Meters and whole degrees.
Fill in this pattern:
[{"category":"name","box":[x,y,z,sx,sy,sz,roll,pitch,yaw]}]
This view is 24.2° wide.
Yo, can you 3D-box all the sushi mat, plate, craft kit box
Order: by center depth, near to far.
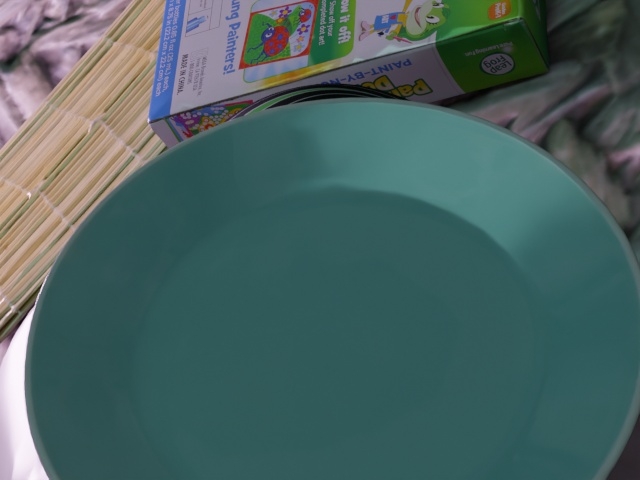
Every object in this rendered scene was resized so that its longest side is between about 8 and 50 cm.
[{"category":"plate","box":[0.004,0.031,0.453,0.188,0.024,0.188,-3,51,4]},{"category":"craft kit box","box":[0.019,-0.183,0.964,0.247,0.061,0.250,-15,50,24]},{"category":"sushi mat","box":[-0.157,-0.076,1.053,0.316,0.019,0.151,-49,42,-7]}]

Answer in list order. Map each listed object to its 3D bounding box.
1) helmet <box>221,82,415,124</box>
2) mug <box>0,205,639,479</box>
[{"category":"helmet","box":[0.000,0.000,0.772,0.162,0.169,0.169,7,61,21]},{"category":"mug","box":[0.007,0.207,0.552,0.374,0.276,0.328,-47,42,32]}]
